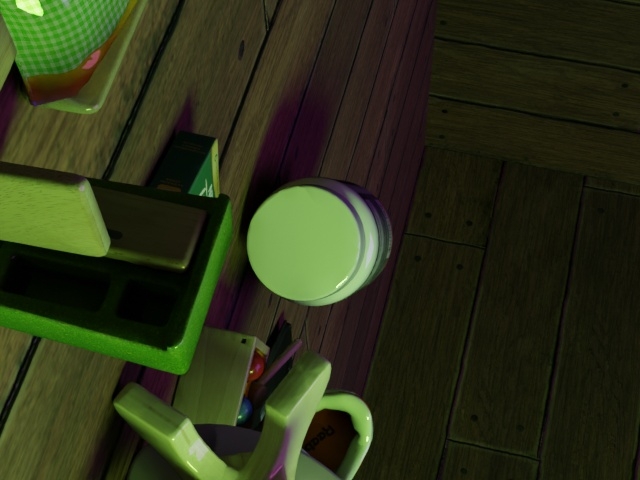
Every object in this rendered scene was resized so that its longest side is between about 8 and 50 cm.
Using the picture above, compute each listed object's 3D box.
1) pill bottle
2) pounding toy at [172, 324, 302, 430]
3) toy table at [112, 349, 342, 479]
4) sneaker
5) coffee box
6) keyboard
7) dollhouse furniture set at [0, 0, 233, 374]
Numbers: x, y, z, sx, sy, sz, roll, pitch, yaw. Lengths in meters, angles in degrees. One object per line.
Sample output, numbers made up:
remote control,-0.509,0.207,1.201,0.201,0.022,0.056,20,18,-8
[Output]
pill bottle,0.000,0.000,1.485,0.283,0.161,0.161,-9,110,-80
pounding toy,-0.091,0.154,1.292,0.141,0.100,0.130,63,40,-76
toy table,-0.063,0.232,1.032,0.161,0.274,0.252,84,29,-55
sneaker,-0.067,0.274,1.241,0.321,0.126,0.127,-47,175,-23
coffee box,-0.133,0.002,1.016,0.184,0.040,0.113,-70,168,-45
keyboard,-0.091,0.273,1.694,0.317,0.033,0.201,-63,156,-59
dollhouse furniture set,-0.111,-0.114,0.631,0.197,0.151,0.301,86,17,-60
